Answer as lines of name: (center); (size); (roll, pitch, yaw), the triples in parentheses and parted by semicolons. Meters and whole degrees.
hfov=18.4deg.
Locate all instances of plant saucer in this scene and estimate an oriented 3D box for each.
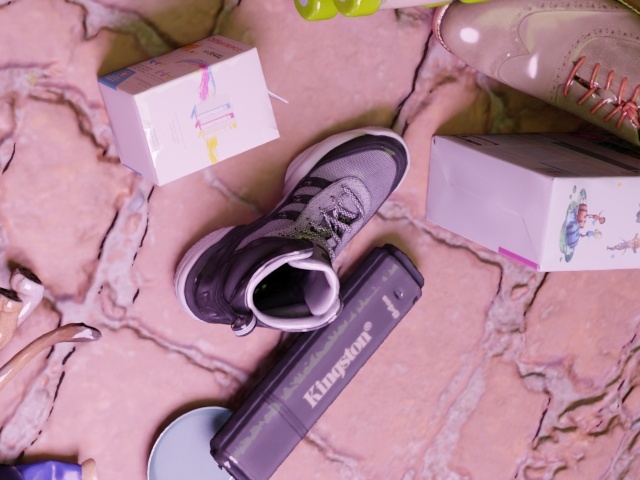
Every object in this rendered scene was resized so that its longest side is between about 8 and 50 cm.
plant saucer: (-0.116, 0.215, 1.917); (0.119, 0.021, 0.119); (-8, 108, -25)

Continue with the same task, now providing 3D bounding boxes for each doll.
doll: (-0.295, 0.234, 1.799); (0.189, 0.046, 0.129); (-1, 78, -34)

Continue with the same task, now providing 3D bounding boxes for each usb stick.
usb stick: (-0.002, 0.123, 1.921); (0.278, 0.045, 0.077); (-49, 121, -14)

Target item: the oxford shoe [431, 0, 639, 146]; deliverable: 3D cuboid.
oxford shoe: (0.278, -0.165, 1.900); (0.348, 0.130, 0.123); (13, 122, -11)

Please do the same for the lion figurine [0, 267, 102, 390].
lion figurine: (-0.393, 0.107, 1.677); (0.392, 0.142, 0.240); (25, 100, -35)

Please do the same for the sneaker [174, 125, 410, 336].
sneaker: (0.000, 0.000, 1.837); (0.268, 0.153, 0.101); (-38, 119, -13)

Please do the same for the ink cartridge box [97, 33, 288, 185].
ink cartridge box: (-0.111, -0.123, 1.779); (0.143, 0.092, 0.090); (-24, 114, -21)

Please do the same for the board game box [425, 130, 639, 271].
board game box: (0.289, -0.043, 1.934); (0.303, 0.224, 0.098); (-3, 106, -26)

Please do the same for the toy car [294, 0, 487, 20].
toy car: (0.061, -0.303, 1.797); (0.155, 0.149, 0.188); (-10, 97, -27)
